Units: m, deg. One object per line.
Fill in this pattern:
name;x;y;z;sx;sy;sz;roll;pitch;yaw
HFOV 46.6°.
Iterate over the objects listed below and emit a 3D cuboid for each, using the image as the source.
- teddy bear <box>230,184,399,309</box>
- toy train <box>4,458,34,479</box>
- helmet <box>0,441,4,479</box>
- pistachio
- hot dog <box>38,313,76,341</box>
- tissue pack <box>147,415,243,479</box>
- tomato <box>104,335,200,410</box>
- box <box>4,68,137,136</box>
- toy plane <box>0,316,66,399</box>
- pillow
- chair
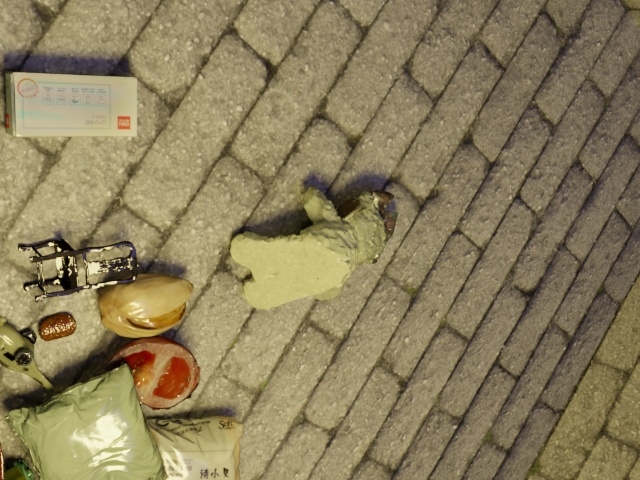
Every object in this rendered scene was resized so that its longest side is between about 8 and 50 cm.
teddy bear;0.000;0.000;2.015;0.362;0.375;0.327;-63;143;-59
toy train;-0.656;0.663;1.665;0.150;0.237;0.369;-31;119;-27
helmet;-0.824;0.456;1.481;0.337;0.230;0.385;-33;101;-30
pistachio;-0.407;0.147;1.752;0.229;0.157;0.157;-8;108;-41
hot dog;-0.601;0.200;1.696;0.083;0.035;0.058;-15;112;-31
tissue pack;-0.377;0.619;1.860;0.376;0.195;0.390;8;85;-32
tomato;-0.406;0.298;1.797;0.228;0.112;0.199;22;111;-28
box;-0.527;-0.290;1.579;0.269;0.079;0.135;-6;106;-33
toy plane;-0.657;0.278;1.653;0.108;0.092;0.286;-35;122;3
pillow;-0.520;0.464;1.677;0.283;0.138;0.310;-20;102;-16
chair;-0.534;0.055;1.650;0.229;0.113;0.106;-10;110;-31
